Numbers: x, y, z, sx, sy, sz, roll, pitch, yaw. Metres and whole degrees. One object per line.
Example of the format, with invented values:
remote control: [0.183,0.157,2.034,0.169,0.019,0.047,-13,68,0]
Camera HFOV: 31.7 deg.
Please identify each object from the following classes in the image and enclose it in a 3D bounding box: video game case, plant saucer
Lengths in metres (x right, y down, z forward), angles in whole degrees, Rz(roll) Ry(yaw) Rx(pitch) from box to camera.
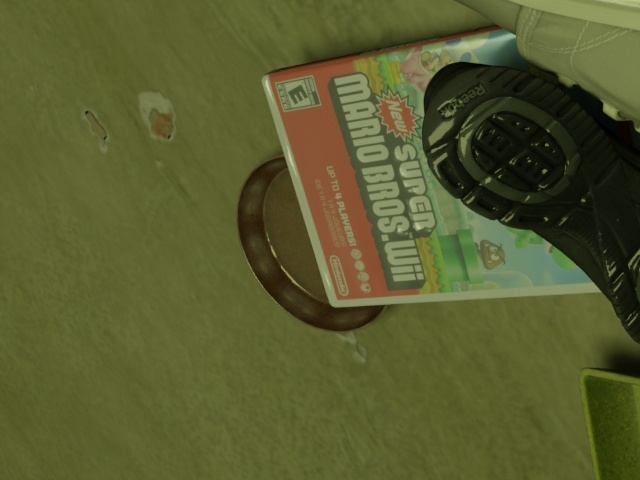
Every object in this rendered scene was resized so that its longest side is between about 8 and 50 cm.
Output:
video game case: [0.103,-0.051,0.840,0.285,0.025,0.204,-6,110,33]
plant saucer: [0.291,0.179,0.816,0.188,0.045,0.188,7,119,44]
plant saucer: [0.000,0.000,0.975,0.168,0.029,0.169,18,123,31]

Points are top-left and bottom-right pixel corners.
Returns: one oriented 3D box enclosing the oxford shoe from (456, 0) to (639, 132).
oxford shoe: [0.198,-0.118,0.651,0.449,0.169,0.130,23,131,19]

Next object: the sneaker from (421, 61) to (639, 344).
sneaker: [0.183,-0.028,0.725,0.286,0.130,0.109,38,104,-16]
